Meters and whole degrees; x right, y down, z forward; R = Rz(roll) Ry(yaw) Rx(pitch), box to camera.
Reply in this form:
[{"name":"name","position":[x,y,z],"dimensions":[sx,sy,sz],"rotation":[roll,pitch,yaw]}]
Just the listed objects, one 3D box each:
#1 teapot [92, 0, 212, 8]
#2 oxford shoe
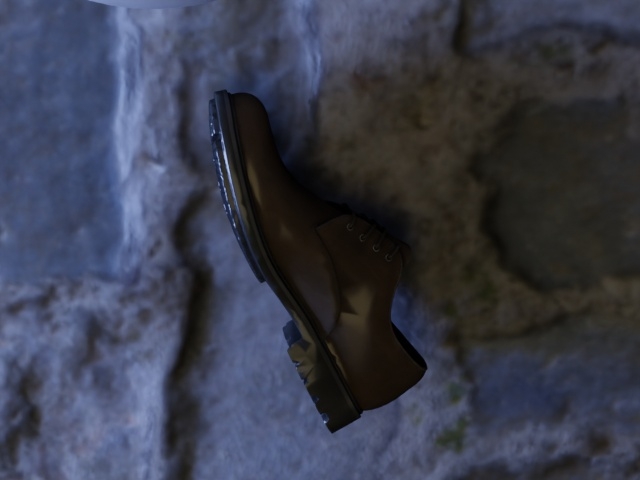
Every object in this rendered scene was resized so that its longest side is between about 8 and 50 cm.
[{"name":"teapot","position":[-0.064,-0.234,1.000],"dimensions":[0.256,0.187,0.252],"rotation":[19,94,21]},{"name":"oxford shoe","position":[0.000,0.000,1.176],"dimensions":[0.096,0.083,0.227],"rotation":[-25,111,3]}]
